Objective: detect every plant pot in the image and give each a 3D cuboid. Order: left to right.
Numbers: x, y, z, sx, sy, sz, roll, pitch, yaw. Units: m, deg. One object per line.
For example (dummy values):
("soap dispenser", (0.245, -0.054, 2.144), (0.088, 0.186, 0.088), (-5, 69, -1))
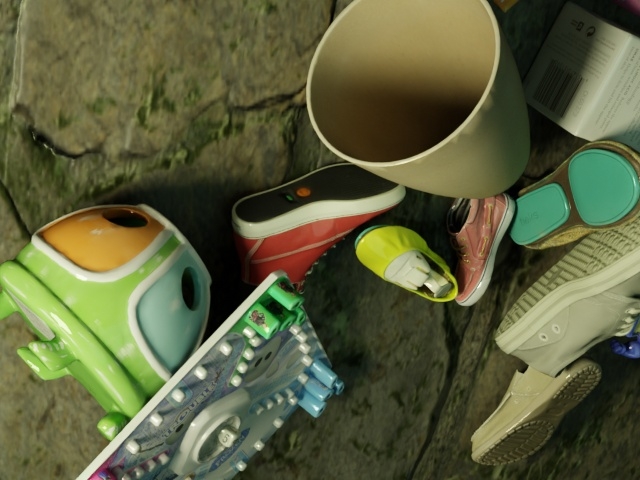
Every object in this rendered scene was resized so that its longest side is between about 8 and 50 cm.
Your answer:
("plant pot", (0.158, -0.161, 1.672), (0.256, 0.256, 0.274), (-47, 145, 5))

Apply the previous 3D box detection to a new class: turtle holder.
("turtle holder", (-0.236, 0.103, 1.600), (0.227, 0.243, 0.320), (-44, 112, -17))

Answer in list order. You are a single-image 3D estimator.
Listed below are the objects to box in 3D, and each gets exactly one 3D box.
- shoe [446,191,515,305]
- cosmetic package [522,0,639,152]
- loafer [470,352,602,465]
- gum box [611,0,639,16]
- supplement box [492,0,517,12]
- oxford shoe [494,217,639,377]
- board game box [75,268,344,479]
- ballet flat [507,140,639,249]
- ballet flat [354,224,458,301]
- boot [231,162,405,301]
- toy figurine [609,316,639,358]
("shoe", (0.211, 0.007, 1.891), (0.081, 0.063, 0.178), (12, 106, -31))
("cosmetic package", (0.407, -0.213, 1.803), (0.183, 0.151, 0.151), (15, 110, -34))
("loafer", (0.335, 0.258, 2.086), (0.102, 0.092, 0.268), (22, 122, -38))
("gum box", (0.414, -0.390, 1.729), (0.062, 0.107, 0.188), (-32, 128, -7))
("supplement box", (0.287, -0.401, 1.658), (0.233, 0.080, 0.078), (-41, 129, 15))
("oxford shoe", (0.410, 0.065, 1.850), (0.169, 0.130, 0.449), (-52, -179, -38))
("board game box", (-0.133, 0.258, 1.708), (0.390, 0.050, 0.390), (-46, 157, -11))
("ballet flat", (0.377, -0.066, 1.791), (0.123, 0.348, 0.123), (4, 77, -19))
("ballet flat", (0.130, 0.038, 1.809), (0.077, 0.077, 0.231), (-46, 149, 11))
("boot", (0.000, 0.000, 1.768), (0.244, 0.088, 0.176), (-17, 131, -17))
("toy figurine", (0.551, 0.084, 2.039), (0.217, 0.191, 0.362), (8, 113, -25))
